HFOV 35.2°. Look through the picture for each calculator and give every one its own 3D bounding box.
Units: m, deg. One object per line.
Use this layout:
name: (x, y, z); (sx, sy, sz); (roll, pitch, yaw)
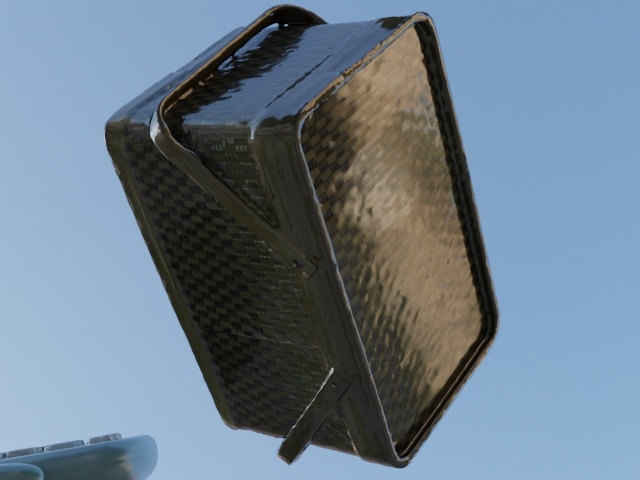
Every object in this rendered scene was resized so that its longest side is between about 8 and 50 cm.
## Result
calculator: (-0.206, 0.166, 0.702); (0.184, 0.042, 0.295); (-9, -8, -4)

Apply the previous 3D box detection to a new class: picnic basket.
picnic basket: (0.000, 0.000, 0.630); (0.139, 0.165, 0.267); (4, -56, 36)
